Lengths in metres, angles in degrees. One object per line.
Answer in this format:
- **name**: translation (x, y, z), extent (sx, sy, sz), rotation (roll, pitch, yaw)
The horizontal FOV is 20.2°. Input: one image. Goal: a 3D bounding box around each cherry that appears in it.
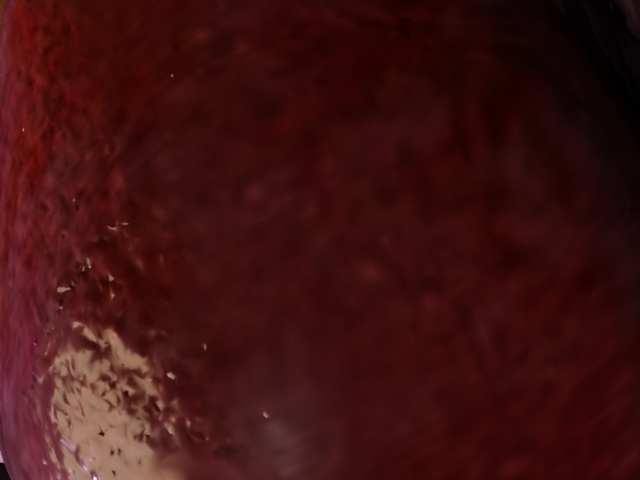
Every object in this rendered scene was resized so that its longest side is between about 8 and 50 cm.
- **cherry**: translation (0.008, 0.007, 0.510), extent (0.239, 0.206, 0.239), rotation (-174, 90, -83)

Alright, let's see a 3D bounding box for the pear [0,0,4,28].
- **pear**: translation (-0.140, -0.098, 0.734), extent (0.348, 0.348, 0.348), rotation (62, 179, 2)

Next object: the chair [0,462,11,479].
- **chair**: translation (-0.061, 0.055, 1.158), extent (0.226, 0.401, 0.226), rotation (44, 165, 15)
